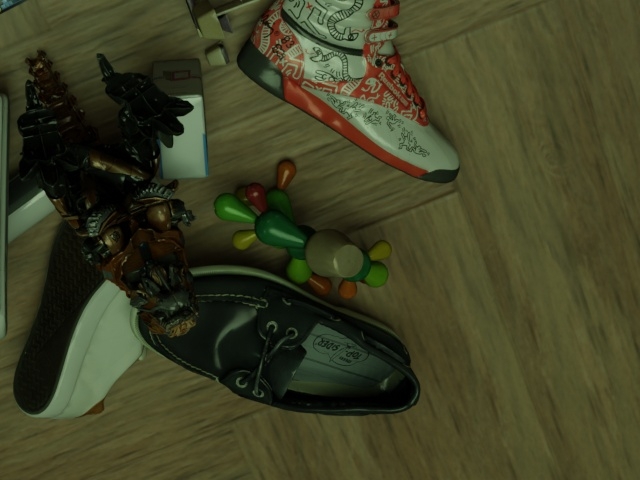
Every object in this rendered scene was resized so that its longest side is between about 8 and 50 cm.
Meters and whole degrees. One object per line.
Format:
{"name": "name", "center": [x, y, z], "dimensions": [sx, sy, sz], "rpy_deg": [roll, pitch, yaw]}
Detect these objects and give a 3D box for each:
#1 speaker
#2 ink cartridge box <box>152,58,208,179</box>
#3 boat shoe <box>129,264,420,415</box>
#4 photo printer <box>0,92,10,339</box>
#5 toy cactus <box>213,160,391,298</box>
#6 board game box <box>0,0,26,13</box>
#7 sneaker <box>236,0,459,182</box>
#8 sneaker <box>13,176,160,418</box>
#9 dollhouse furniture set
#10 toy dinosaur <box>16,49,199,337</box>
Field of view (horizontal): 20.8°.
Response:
{"name": "speaker", "center": [-0.312, -0.039, 1.817], "dimensions": [0.136, 0.055, 0.055], "rpy_deg": [-35, 113, 8]}
{"name": "ink cartridge box", "center": [-0.142, -0.124, 1.767], "dimensions": [0.052, 0.122, 0.088], "rpy_deg": [-4, 113, -2]}
{"name": "boat shoe", "center": [-0.036, 0.122, 1.834], "dimensions": [0.340, 0.113, 0.127], "rpy_deg": [22, 105, -33]}
{"name": "photo printer", "center": [-0.462, -0.027, 1.714], "dimensions": [0.307, 0.107, 0.256], "rpy_deg": [1, 74, -8]}
{"name": "toy cactus", "center": [0.000, 0.000, 1.818], "dimensions": [0.219, 0.180, 0.112], "rpy_deg": [37, 84, -25]}
{"name": "board game box", "center": [-0.346, -0.302, 1.702], "dimensions": [0.141, 0.048, 0.170], "rpy_deg": [-27, 114, 5]}
{"name": "sneaker", "center": [0.062, -0.174, 1.791], "dimensions": [0.270, 0.090, 0.145], "rpy_deg": [29, 109, -16]}
{"name": "sneaker", "center": [-0.226, 0.056, 1.864], "dimensions": [0.123, 0.106, 0.290], "rpy_deg": [13, 106, -50]}
{"name": "dollhouse furniture set", "center": [-0.081, -0.216, 1.742], "dimensions": [0.081, 0.114, 0.091], "rpy_deg": [-21, 112, -3]}
{"name": "toy dinosaur", "center": [-0.219, -0.055, 1.694], "dimensions": [0.164, 0.322, 0.218], "rpy_deg": [-45, 159, -23]}
